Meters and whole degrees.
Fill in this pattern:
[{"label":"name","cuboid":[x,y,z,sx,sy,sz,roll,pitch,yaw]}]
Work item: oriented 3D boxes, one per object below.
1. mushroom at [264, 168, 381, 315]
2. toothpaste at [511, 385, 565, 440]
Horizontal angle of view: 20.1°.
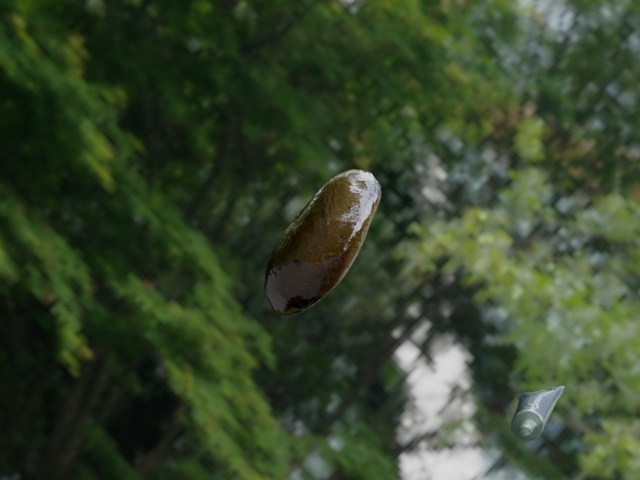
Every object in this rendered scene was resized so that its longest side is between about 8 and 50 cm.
[{"label":"mushroom","cuboid":[0.000,0.000,1.315,0.052,0.123,0.123,34,-15,-7]},{"label":"toothpaste","cuboid":[0.238,0.190,2.016,0.197,0.057,0.035,-35,109,-75]}]
